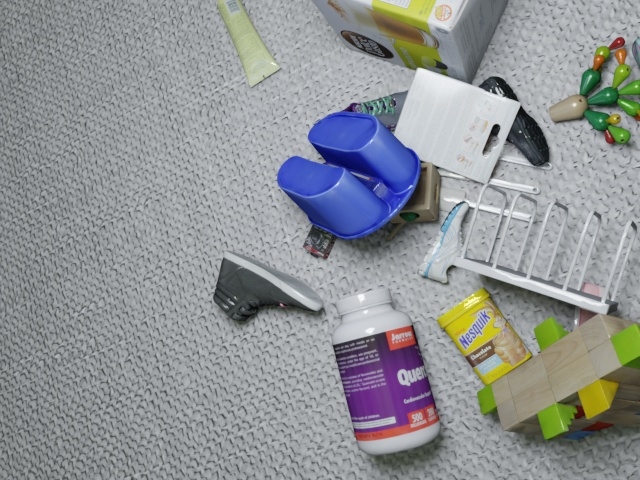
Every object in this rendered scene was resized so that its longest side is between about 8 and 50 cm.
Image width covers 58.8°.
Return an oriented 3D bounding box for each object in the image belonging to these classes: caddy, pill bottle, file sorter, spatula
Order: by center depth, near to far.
[{"bbox_3d":[0.437,0.013,1.088,0.277,0.192,0.173,20,97,32],"label":"file sorter"},{"bbox_3d":[0.130,0.273,1.211,0.181,0.181,0.323,-17,80,17],"label":"pill bottle"},{"bbox_3d":[0.064,-0.134,1.220,0.241,0.179,0.341,-51,30,-6],"label":"caddy"},{"bbox_3d":[0.371,-0.128,1.257,0.242,0.019,0.168,16,86,18],"label":"spatula"}]

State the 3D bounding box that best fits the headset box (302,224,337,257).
[{"bbox_3d":[0.000,0.000,1.362,0.062,0.032,0.083,25,94,20],"label":"headset box"}]

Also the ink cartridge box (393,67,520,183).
[{"bbox_3d":[0.289,-0.251,1.248,0.232,0.066,0.189,22,109,9],"label":"ink cartridge box"}]

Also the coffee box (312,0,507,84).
[{"bbox_3d":[0.209,-0.572,1.184,0.334,0.337,0.338,25,94,20],"label":"coffee box"}]

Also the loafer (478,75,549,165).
[{"bbox_3d":[0.412,-0.251,1.230,0.078,0.076,0.223,-42,74,45],"label":"loafer"}]

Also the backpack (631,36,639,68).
[{"bbox_3d":[0.687,-0.362,1.077,0.144,0.188,0.166,-25,78,15],"label":"backpack"}]

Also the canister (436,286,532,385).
[{"bbox_3d":[0.346,0.203,1.201,0.126,0.073,0.170,-38,76,12],"label":"canister"}]

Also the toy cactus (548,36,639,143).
[{"bbox_3d":[0.570,-0.292,1.172,0.180,0.112,0.219,-15,82,36],"label":"toy cactus"}]

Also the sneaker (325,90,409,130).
[{"bbox_3d":[0.125,-0.293,1.312,0.223,0.098,0.083,-19,79,17],"label":"sneaker"}]

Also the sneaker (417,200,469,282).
[{"bbox_3d":[0.291,0.007,1.248,0.082,0.071,0.191,27,103,13],"label":"sneaker"}]

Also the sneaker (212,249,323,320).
[{"bbox_3d":[-0.135,0.143,1.362,0.295,0.104,0.147,24,94,26],"label":"sneaker"}]

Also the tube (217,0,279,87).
[{"bbox_3d":[-0.194,-0.522,1.472,0.240,0.062,0.070,64,148,9],"label":"tube"}]

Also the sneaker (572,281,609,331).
[{"bbox_3d":[0.550,0.153,1.146,0.070,0.051,0.134,8,83,25],"label":"sneaker"}]

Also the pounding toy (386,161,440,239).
[{"bbox_3d":[0.198,-0.085,1.273,0.130,0.100,0.141,-3,70,28],"label":"pounding toy"}]

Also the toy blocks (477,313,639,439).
[{"bbox_3d":[0.516,0.268,1.043,0.381,0.260,0.191,126,150,-44],"label":"toy blocks"}]
